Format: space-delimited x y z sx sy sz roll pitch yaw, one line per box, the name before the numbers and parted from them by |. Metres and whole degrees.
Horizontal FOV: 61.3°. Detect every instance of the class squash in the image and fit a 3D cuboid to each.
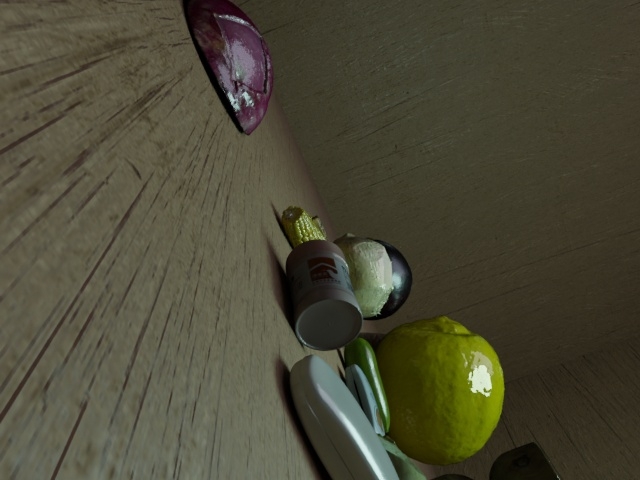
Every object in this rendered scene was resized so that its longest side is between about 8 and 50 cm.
squash | 0.099 0.299 1.122 0.066 0.066 0.201 51 20 -75

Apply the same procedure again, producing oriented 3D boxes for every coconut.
coconut | 0.076 0.076 1.235 0.194 0.194 0.194 -22 90 -86

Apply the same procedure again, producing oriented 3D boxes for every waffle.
waffle | 0.000 0.000 1.557 0.102 0.042 0.148 -81 148 -82

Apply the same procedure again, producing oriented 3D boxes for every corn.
corn | -0.021 0.007 1.092 0.206 0.067 0.067 61 8 -49

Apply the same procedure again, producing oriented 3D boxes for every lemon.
lemon | 0.274 0.356 1.302 0.348 0.348 0.348 -22 90 -86

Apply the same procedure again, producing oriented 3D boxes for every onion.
onion | -0.146 -0.334 1.003 0.247 0.111 0.250 -110 177 -48

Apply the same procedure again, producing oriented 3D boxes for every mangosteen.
mangosteen | 0.126 0.089 1.449 0.265 0.228 0.228 -98 166 -57

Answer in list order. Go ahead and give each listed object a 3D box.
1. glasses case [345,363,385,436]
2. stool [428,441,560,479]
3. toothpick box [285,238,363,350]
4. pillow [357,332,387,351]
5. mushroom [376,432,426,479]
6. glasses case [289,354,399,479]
glasses case | 0.081 0.308 0.991 0.178 0.045 0.067 -106 172 -49
stool | 0.236 0.435 0.808 0.179 0.264 0.179 -23 90 -86
toothpick box | 0.002 0.078 0.808 0.149 0.098 0.098 -105 172 -55
pillow | 0.226 0.344 1.573 0.223 0.236 0.084 60 37 -35
mushroom | 0.105 0.353 0.736 0.087 0.107 0.333 22 16 -9
glasses case | 0.035 0.235 0.612 0.233 0.059 0.092 61 11 -12
